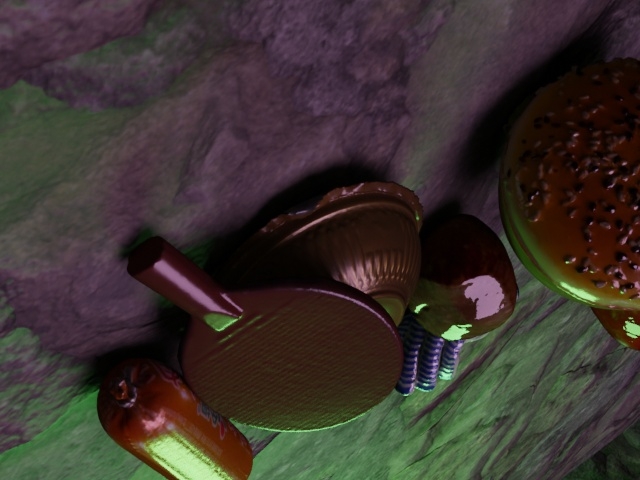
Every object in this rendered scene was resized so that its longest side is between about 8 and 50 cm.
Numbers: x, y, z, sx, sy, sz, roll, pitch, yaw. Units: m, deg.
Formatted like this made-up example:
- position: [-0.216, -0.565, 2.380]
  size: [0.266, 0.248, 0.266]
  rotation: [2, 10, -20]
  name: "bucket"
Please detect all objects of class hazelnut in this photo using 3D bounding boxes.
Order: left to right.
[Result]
- position: [0.171, 0.043, 1.242]
  size: [0.143, 0.143, 0.154]
  rotation: [-32, 136, -22]
  name: "hazelnut"

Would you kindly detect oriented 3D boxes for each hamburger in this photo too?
- position: [0.334, -0.065, 1.144]
  size: [0.300, 0.300, 0.176]
  rotation: [-37, 169, -14]
  name: "hamburger"

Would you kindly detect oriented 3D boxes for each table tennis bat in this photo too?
- position: [-0.050, 0.092, 0.940]
  size: [0.200, 0.038, 0.310]
  rotation: [-34, 129, 21]
  name: "table tennis bat"

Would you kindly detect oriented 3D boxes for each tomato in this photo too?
- position: [0.524, 0.062, 1.756]
  size: [0.200, 0.139, 0.233]
  rotation: [73, 32, -69]
  name: "tomato"

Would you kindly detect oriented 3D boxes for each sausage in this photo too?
- position: [-0.149, 0.190, 1.045]
  size: [0.093, 0.093, 0.312]
  rotation: [-39, 153, -8]
  name: "sausage"

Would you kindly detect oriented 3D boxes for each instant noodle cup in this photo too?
- position: [0.012, 0.064, 1.042]
  size: [0.274, 0.091, 0.274]
  rotation: [-26, 150, -16]
  name: "instant noodle cup"

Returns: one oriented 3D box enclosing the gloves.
- position: [0.167, 0.116, 1.384]
  size: [0.229, 0.097, 0.119]
  rotation: [-45, -160, -16]
  name: "gloves"
